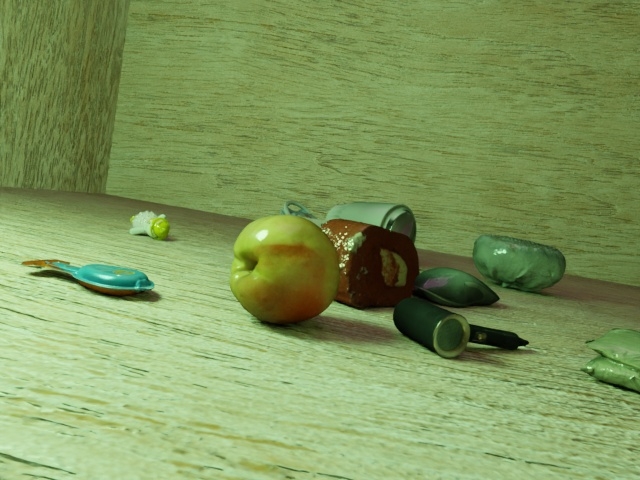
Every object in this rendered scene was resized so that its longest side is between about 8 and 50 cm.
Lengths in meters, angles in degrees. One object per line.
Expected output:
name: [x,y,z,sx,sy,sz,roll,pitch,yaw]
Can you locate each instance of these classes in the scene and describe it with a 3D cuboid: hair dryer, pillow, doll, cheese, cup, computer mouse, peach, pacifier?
hair dryer: [0.256,0.160,0.811,0.255,0.070,0.128,15,1,-27]
pillow: [0.507,0.191,0.742,0.181,0.077,0.134,4,8,-43]
doll: [-0.563,-0.050,1.546,0.129,0.081,0.207,-32,33,-33]
cheese: [-0.395,0.059,0.804,0.256,0.037,0.106,9,3,17]
cup: [0.213,-0.043,2.032,0.253,0.253,0.372,5,3,-42]
computer mouse: [0.392,0.125,1.300,0.379,0.090,0.167,8,6,-40]
peach: [-0.054,0.048,0.763,0.184,0.184,0.184,9,4,-1]
pacifier: [-0.121,-0.048,2.082,0.207,0.227,0.279,-34,-19,28]

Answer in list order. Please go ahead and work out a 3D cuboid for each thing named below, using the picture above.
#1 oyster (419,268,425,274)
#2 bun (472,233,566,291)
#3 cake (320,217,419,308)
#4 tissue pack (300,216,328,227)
oyster: [0.271,0.091,1.580,0.209,0.072,0.133,13,8,21]
bun: [0.754,0.089,1.811,0.355,0.194,0.354,11,7,-1]
cake: [0.104,0.050,1.057,0.283,0.177,0.151,7,5,-44]
tissue pack: [0.000,0.000,1.681,0.092,0.148,0.246,6,4,-26]
